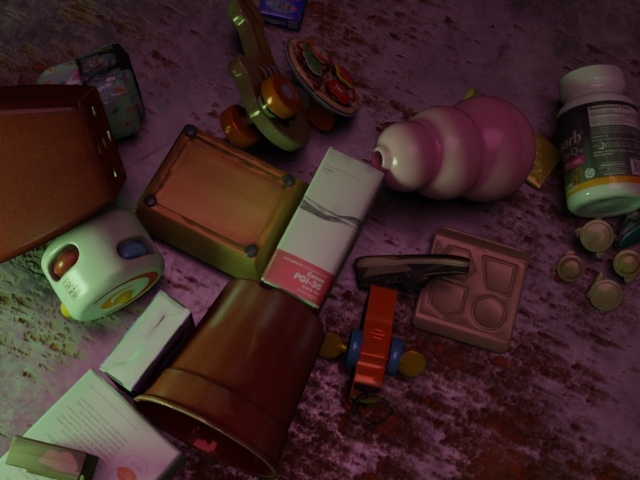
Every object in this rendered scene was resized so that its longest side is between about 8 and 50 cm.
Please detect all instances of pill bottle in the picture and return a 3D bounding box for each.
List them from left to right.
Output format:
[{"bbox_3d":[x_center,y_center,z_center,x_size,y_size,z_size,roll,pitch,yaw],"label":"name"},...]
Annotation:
[{"bbox_3d":[0.557,-0.196,1.756,0.162,0.162,0.278,-1,72,-5],"label":"pill bottle"}]

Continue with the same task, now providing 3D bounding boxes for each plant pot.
[{"bbox_3d":[-0.484,-0.142,1.524,0.236,0.267,0.267,-15,109,1],"label":"plant pot"},{"bbox_3d":[-0.134,0.227,1.519,0.272,0.272,0.265,27,66,4],"label":"plant pot"}]

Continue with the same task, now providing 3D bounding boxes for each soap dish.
[{"bbox_3d":[-0.188,-0.075,1.674,0.291,0.118,0.229,27,72,5],"label":"soap dish"}]

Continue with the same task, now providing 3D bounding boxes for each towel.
[{"bbox_3d":[0.379,-0.209,1.820,0.237,0.021,0.102,37,79,6],"label":"towel"}]

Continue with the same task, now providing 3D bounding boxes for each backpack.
[{"bbox_3d":[-0.441,-0.268,1.687,0.188,0.166,0.144,-15,65,-7],"label":"backpack"}]

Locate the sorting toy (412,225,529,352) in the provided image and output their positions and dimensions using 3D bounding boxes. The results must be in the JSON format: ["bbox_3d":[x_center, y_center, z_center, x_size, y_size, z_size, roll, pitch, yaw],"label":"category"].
[{"bbox_3d":[0.291,0.095,1.709,0.193,0.038,0.208,17,76,1],"label":"sorting toy"}]

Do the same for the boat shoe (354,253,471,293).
[{"bbox_3d":[0.174,0.063,1.669,0.224,0.080,0.073,0,92,19],"label":"boat shoe"}]

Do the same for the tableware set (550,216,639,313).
[{"bbox_3d":[0.549,0.049,1.729,0.169,0.020,0.141,42,96,3],"label":"tableware set"}]

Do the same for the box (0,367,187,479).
[{"bbox_3d":[-0.420,0.420,1.471,0.215,0.168,0.345,41,73,8],"label":"box"}]

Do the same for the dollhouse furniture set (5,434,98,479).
[{"bbox_3d":[-0.420,0.423,1.296,0.212,0.161,0.242,14,72,-2],"label":"dollhouse furniture set"}]

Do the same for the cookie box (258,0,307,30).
[{"bbox_3d":[-0.075,-0.506,1.859,0.092,0.040,0.107,14,72,1],"label":"cookie box"}]

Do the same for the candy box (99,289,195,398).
[{"bbox_3d":[-0.294,0.191,1.539,0.070,0.196,0.165,34,73,7],"label":"candy box"}]

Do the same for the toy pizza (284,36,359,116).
[{"bbox_3d":[0.011,-0.330,1.748,0.032,0.201,0.201,-39,76,29],"label":"toy pizza"}]

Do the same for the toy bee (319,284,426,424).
[{"bbox_3d":[0.074,0.232,1.601,0.195,0.162,0.298,29,47,13],"label":"toy bee"}]

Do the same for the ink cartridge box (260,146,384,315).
[{"bbox_3d":[0.000,0.000,1.619,0.117,0.207,0.283,26,72,4],"label":"ink cartridge box"}]

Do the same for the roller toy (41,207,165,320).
[{"bbox_3d":[-0.386,0.050,1.578,0.209,0.191,0.146,-32,79,-14],"label":"roller toy"}]

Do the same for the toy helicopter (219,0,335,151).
[{"bbox_3d":[-0.099,-0.331,1.736,0.140,0.235,0.355,-32,64,30],"label":"toy helicopter"}]

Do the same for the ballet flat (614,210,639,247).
[{"bbox_3d":[0.657,-0.045,1.776,0.188,0.070,0.070,-23,76,-13],"label":"ballet flat"}]

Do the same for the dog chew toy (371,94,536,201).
[{"bbox_3d":[0.243,-0.165,1.663,0.332,0.206,0.206,-9,72,-30],"label":"dog chew toy"}]
